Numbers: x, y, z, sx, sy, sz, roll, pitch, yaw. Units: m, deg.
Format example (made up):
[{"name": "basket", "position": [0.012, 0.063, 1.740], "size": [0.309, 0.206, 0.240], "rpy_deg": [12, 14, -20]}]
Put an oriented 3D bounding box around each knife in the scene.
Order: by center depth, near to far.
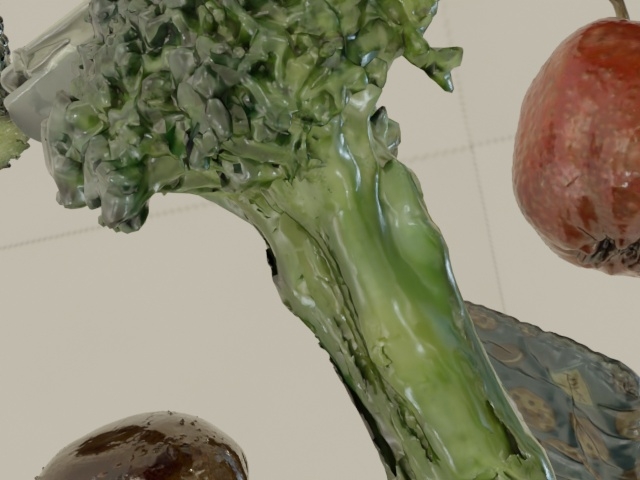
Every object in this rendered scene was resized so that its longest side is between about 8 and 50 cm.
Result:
[{"name": "knife", "position": [-0.082, -0.140, 0.877], "size": [0.265, 0.041, 0.073], "rpy_deg": [-32, 140, 27]}]

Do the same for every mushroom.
[{"name": "mushroom", "position": [-0.098, 0.141, 0.846], "size": [0.127, 0.127, 0.087], "rpy_deg": [-18, 101, 2]}]

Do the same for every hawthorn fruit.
[{"name": "hawthorn fruit", "position": [0.257, -0.097, 1.298], "size": [0.205, 0.205, 0.253], "rpy_deg": [10, 68, -3]}]

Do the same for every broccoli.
[{"name": "broccoli", "position": [-0.009, -0.005, 0.681], "size": [0.177, 0.198, 0.275], "rpy_deg": [-29, 105, -17]}]

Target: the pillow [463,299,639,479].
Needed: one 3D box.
[{"name": "pillow", "position": [0.159, 0.146, 1.135], "size": [0.034, 0.189, 0.256], "rpy_deg": [-42, 139, -27]}]

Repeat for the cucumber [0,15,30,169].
[{"name": "cucumber", "position": [-0.298, -0.220, 1.194], "size": [0.096, 0.096, 0.359], "rpy_deg": [-19, 68, 2]}]
